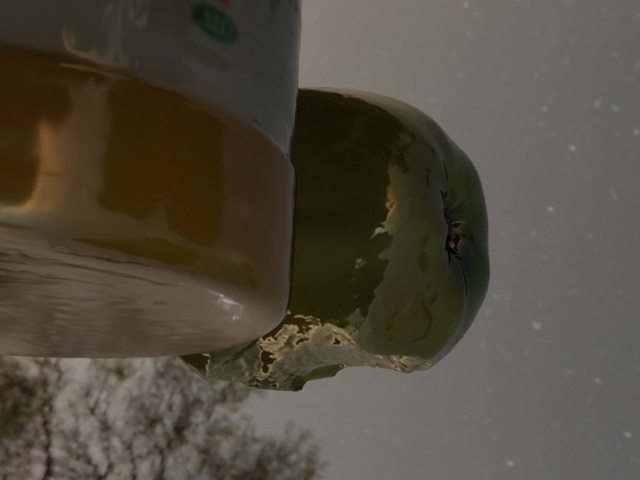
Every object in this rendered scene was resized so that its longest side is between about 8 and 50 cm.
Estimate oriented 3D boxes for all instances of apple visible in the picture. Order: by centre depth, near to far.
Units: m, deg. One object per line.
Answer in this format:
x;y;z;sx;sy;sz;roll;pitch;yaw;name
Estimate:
0.000;0.000;0.984;0.279;0.279;0.279;-56;-161;31;apple

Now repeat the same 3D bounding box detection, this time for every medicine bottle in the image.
-0.124;-0.082;0.514;0.238;0.238;0.232;150;-54;-64;medicine bottle
